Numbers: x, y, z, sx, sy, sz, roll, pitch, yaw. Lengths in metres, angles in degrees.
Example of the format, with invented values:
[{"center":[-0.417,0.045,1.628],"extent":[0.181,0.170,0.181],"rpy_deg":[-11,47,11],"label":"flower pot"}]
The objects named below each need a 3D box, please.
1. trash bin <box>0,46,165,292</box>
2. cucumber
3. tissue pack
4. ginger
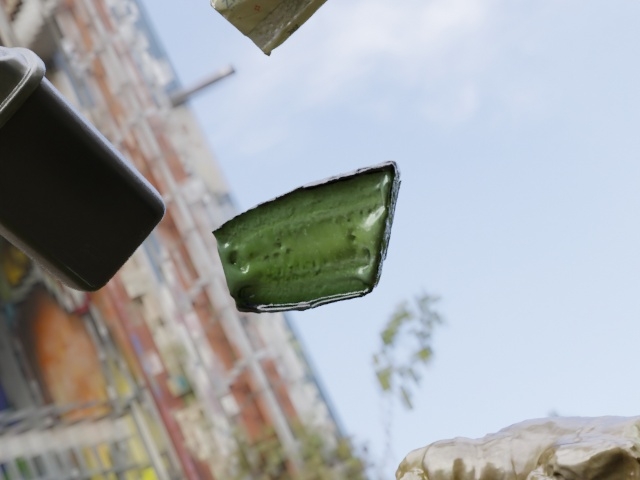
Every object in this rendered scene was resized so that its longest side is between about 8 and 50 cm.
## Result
[{"center":[-0.323,-0.089,1.981],"extent":[0.290,0.209,0.182],"rpy_deg":[44,-99,-23],"label":"trash bin"},{"center":[0.000,0.000,1.723],"extent":[0.193,0.115,0.086],"rpy_deg":[-17,8,15],"label":"cucumber"},{"center":[-0.011,-0.287,1.731],"extent":[0.196,0.148,0.092],"rpy_deg":[-42,-69,18],"label":"tissue pack"},{"center":[0.154,0.145,1.148],"extent":[0.137,0.074,0.213],"rpy_deg":[1,-12,-45],"label":"ginger"}]
